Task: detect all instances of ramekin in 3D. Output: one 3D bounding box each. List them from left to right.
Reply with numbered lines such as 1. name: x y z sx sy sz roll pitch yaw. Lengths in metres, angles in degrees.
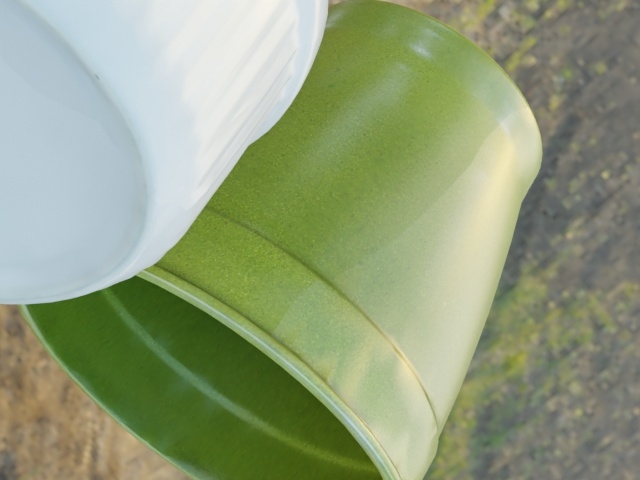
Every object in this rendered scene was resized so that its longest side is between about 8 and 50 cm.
1. ramekin: -0.142 -0.089 0.604 0.273 0.273 0.127 100 8 -52

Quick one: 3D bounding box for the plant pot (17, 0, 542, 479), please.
1. plant pot: 0.000 0.000 1.258 0.353 0.366 0.366 -54 159 -25
